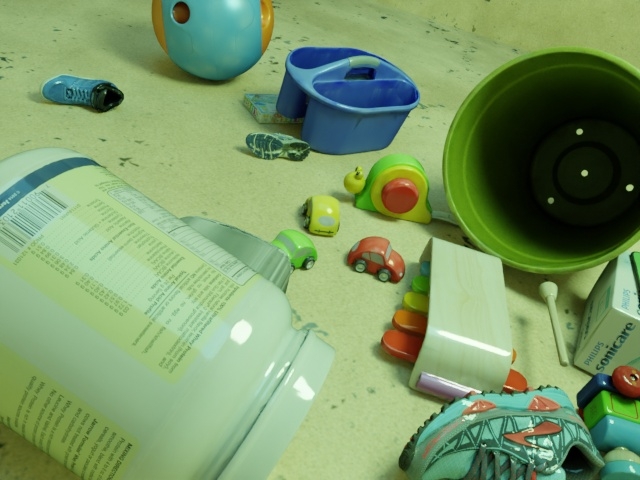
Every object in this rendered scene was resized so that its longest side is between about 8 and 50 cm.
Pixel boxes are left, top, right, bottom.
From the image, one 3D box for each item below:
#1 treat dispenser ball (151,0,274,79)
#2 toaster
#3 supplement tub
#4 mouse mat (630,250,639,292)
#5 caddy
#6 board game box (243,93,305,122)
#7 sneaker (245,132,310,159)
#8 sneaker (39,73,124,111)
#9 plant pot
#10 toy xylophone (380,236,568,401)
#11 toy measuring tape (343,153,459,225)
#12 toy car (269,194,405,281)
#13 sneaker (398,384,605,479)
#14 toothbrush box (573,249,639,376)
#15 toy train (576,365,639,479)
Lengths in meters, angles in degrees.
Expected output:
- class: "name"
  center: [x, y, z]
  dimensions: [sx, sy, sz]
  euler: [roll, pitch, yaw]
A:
- class: "treat dispenser ball"
  center: [-0.256, -0.533, 1.385]
  dimensions: [0.287, 0.288, 0.288]
  euler: [11, 34, -8]
- class: "toaster"
  center: [-0.132, 0.060, 0.729]
  dimensions: [0.226, 0.129, 0.146]
  euler: [19, 32, 7]
- class: "supplement tub"
  center: [-0.174, 0.092, 0.535]
  dimensions: [0.324, 0.235, 0.235]
  euler: [34, 35, 1]
- class: "mouse mat"
  center: [0.548, 0.085, 0.866]
  dimensions: [0.152, 0.007, 0.190]
  euler: [23, 33, 11]
- class: "caddy"
  center: [0.066, -0.334, 1.303]
  dimensions: [0.341, 0.179, 0.241]
  euler: [-14, 54, -37]
- class: "board game box"
  center: [-0.093, -0.312, 1.371]
  dimensions: [0.154, 0.026, 0.103]
  euler: [-7, 40, -31]
- class: "sneaker"
  center: [-0.092, -0.196, 1.194]
  dimensions: [0.135, 0.052, 0.058]
  euler: [9, 24, -25]
- class: "sneaker"
  center: [-0.469, -0.292, 1.153]
  dimensions: [0.152, 0.058, 0.084]
  euler: [-10, 33, -43]
- class: "plant pot"
  center: [0.469, -0.137, 1.087]
  dimensions: [0.366, 0.367, 0.353]
  euler: [37, 22, 27]
- class: "toy xylophone"
  center: [0.231, 0.110, 0.851]
  dimensions: [0.236, 0.081, 0.323]
  euler: [22, 34, 8]
- class: "toy measuring tape"
  center: [0.207, -0.095, 1.109]
  dimensions: [0.329, 0.122, 0.121]
  euler: [11, 34, -9]
- class: "toy car"
  center: [0.000, 0.000, 0.936]
  dimensions: [0.224, 0.053, 0.239]
  euler: [-17, 46, -40]
- class: "sneaker"
  center: [0.213, 0.237, 0.643]
  dimensions: [0.261, 0.104, 0.125]
  euler: [-3, 40, -26]
- class: "toothbrush box"
  center: [0.563, 0.161, 0.882]
  dimensions: [0.295, 0.126, 0.216]
  euler: [27, 34, 17]
- class: "toy train"
  center: [0.452, 0.266, 0.714]
  dimensions: [0.247, 0.105, 0.143]
  euler: [18, 44, 2]
